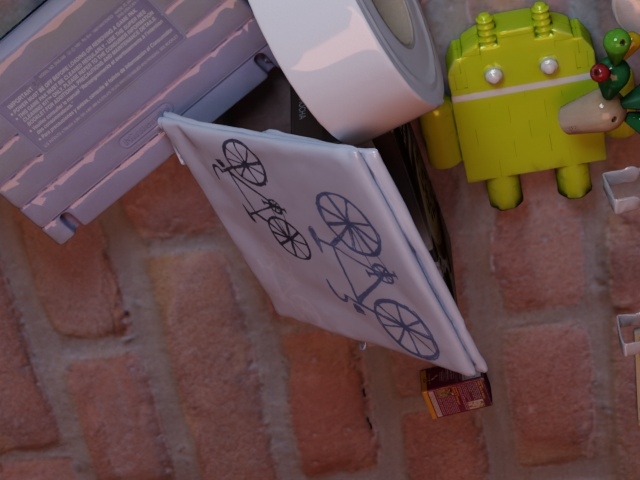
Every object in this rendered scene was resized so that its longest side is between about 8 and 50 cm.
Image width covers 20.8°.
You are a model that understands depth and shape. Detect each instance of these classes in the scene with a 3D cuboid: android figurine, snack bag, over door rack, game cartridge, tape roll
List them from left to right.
[{"bbox_3d":[-0.235,-0.177,1.918,0.355,0.068,0.230,-38,120,11],"label":"game cartridge"},{"bbox_3d":[0.000,0.000,1.886,0.343,0.037,0.323,13,142,48],"label":"snack bag"},{"bbox_3d":[0.019,-0.243,1.769,0.100,0.286,0.286,-24,125,18],"label":"tape roll"},{"bbox_3d":[0.236,-0.155,1.990,0.248,0.056,0.272,-8,130,6],"label":"android figurine"},{"bbox_3d":[0.472,-0.033,2.039,0.324,0.108,0.239,-20,127,-10],"label":"over door rack"}]

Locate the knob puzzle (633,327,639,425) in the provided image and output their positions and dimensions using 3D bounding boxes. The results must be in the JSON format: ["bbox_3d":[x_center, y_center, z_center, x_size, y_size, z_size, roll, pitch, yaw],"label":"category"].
[{"bbox_3d":[0.511,0.177,2.275,0.213,0.030,0.213,-1,128,-1],"label":"knob puzzle"}]

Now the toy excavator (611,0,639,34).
[{"bbox_3d":[0.482,-0.408,1.724,0.445,0.222,0.433,-5,131,21],"label":"toy excavator"}]

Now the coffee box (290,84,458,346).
[{"bbox_3d":[0.064,-0.047,2.000,0.119,0.168,0.297,-14,128,10],"label":"coffee box"}]

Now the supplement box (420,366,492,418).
[{"bbox_3d":[0.177,0.193,2.273,0.083,0.043,0.055,-13,127,11],"label":"supplement box"}]

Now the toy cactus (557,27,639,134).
[{"bbox_3d":[0.344,-0.142,1.892,0.180,0.112,0.219,-15,149,39],"label":"toy cactus"}]
